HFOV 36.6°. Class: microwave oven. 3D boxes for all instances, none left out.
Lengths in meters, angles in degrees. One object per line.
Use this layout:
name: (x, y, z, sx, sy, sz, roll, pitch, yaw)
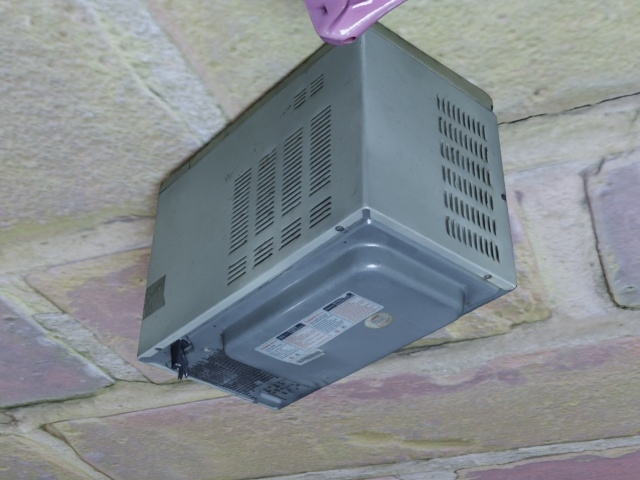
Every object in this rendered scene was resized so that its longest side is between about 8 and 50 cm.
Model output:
microwave oven: (0.000, 0.000, 0.676, 0.145, 0.194, 0.240, 24, 139, -34)

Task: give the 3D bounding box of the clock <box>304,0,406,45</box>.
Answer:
clock: (0.065, -0.191, 0.457, 0.195, 0.100, 0.194, -14, 146, 8)
